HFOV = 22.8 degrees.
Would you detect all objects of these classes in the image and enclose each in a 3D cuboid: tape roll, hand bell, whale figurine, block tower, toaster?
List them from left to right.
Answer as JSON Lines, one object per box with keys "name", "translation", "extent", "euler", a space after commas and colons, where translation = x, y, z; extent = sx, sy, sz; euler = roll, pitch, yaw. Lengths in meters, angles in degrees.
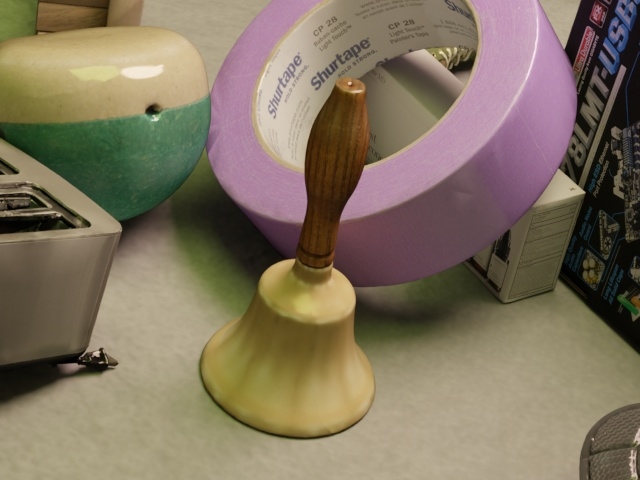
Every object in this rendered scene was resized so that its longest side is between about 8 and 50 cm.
{"name": "toaster", "translation": [-0.238, 0.010, 1.047], "extent": [0.168, 0.110, 0.185], "euler": [34, 23, 31]}
{"name": "whale figurine", "translation": [-0.200, -0.090, 1.225], "extent": [0.216, 0.141, 0.272], "euler": [-16, 17, -37]}
{"name": "block tower", "translation": [-0.217, -0.281, 1.496], "extent": [0.097, 0.091, 0.335], "euler": [4, 36, -11]}
{"name": "hand bell", "translation": [0.000, 0.000, 1.051], "extent": [0.126, 0.242, 0.126], "euler": [9, 35, -6]}
{"name": "tape roll", "translation": [0.051, -0.102, 1.208], "extent": [0.274, 0.090, 0.275], "euler": [-16, 49, 20]}

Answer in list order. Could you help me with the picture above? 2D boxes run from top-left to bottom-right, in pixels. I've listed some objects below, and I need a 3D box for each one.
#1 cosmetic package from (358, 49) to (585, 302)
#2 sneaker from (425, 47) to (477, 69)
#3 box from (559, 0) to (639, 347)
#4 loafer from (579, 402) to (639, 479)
{"name": "cosmetic package", "translation": [0.109, -0.062, 1.293], "extent": [0.060, 0.099, 0.239], "euler": [-13, 42, -32]}
{"name": "sneaker", "translation": [0.098, -0.170, 1.472], "extent": [0.192, 0.064, 0.086], "euler": [-4, 46, -22]}
{"name": "box", "translation": [0.286, -0.051, 1.164], "extent": [0.073, 0.295, 0.293], "euler": [-11, 41, -34]}
{"name": "loafer", "translation": [0.249, 0.227, 0.974], "extent": [0.109, 0.095, 0.302], "euler": [-27, 39, -2]}
